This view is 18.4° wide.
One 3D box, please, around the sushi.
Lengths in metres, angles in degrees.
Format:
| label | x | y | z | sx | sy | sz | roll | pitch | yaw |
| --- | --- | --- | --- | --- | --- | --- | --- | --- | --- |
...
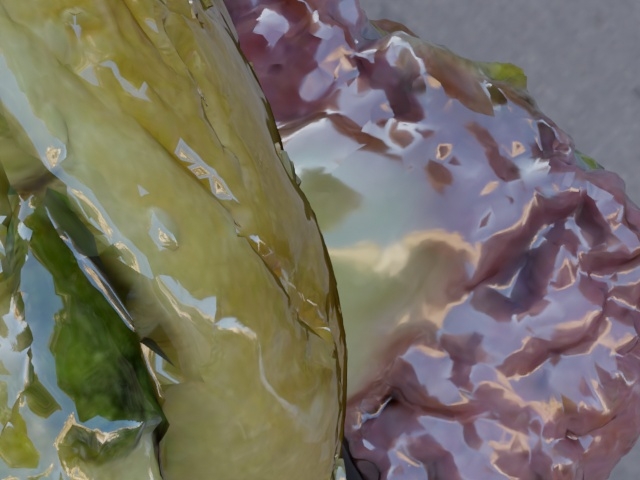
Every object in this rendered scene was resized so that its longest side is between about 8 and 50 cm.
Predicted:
| label | x | y | z | sx | sy | sz | roll | pitch | yaw |
| --- | --- | --- | --- | --- | --- | --- | --- | --- | --- |
| sushi | 0.000 | 0.000 | 0.679 | 0.270 | 0.236 | 0.171 | 37 | 95 | -1 |

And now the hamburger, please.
| label | x | y | z | sx | sy | sz | roll | pitch | yaw |
| --- | --- | --- | --- | --- | --- | --- | --- | --- | --- |
| hamburger | -0.085 | -0.021 | 0.453 | 0.134 | 0.265 | 0.285 | -26 | 87 | -26 |
